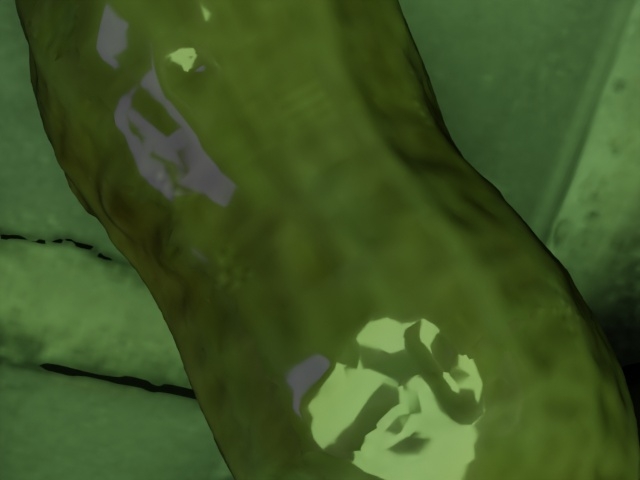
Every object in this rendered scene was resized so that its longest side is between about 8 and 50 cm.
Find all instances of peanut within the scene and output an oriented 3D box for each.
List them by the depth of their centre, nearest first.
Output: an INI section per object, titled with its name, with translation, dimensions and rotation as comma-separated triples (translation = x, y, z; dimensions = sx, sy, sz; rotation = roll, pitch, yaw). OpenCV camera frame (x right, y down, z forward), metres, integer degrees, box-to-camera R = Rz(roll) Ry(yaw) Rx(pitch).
[peanut]
translation = 0.000, 0.000, 0.448
dimensions = 0.130, 0.130, 0.290
rotation = -30, 78, 3

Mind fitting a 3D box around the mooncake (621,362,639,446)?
[mooncake]
translation = 0.158, 0.217, 0.487
dimensions = 0.350, 0.381, 0.212
rotation = -65, 151, -11
